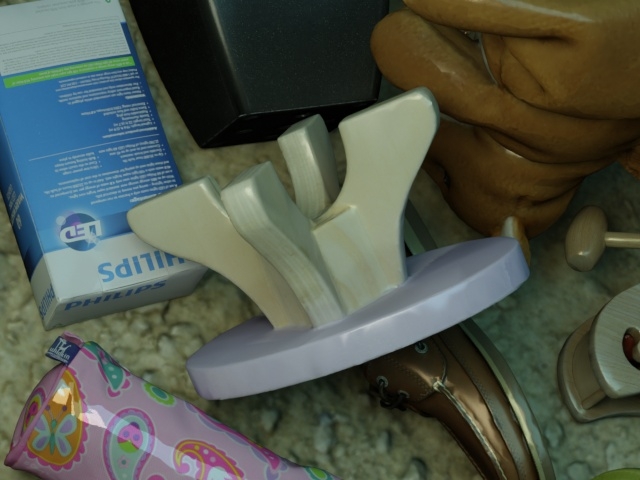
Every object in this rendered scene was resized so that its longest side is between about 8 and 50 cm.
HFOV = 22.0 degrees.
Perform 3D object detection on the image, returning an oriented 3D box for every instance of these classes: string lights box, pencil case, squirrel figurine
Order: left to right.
[{"bbox_3d":[-0.198,-0.070,1.361,0.133,0.077,0.259,-13,74,-24],"label":"string lights box"},{"bbox_3d":[-0.099,0.180,1.271,0.284,0.124,0.124,30,62,-5],"label":"pencil case"},{"bbox_3d":[0.235,-0.116,1.327,0.397,0.370,0.281,18,52,3],"label":"squirrel figurine"}]

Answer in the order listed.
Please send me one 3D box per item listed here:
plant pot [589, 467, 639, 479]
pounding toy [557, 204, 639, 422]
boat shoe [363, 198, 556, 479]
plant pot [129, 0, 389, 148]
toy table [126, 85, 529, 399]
[{"bbox_3d":[0.136,0.310,1.199,0.254,0.276,0.276,0,69,-25],"label":"plant pot"},{"bbox_3d":[0.312,0.093,1.432,0.269,0.155,0.154,34,59,-2],"label":"pounding toy"},{"bbox_3d":[0.083,0.103,1.377,0.104,0.110,0.307,-24,64,-14],"label":"boat shoe"},{"bbox_3d":[-0.045,-0.177,1.410,0.188,0.187,0.167,-7,82,-22],"label":"plant pot"},{"bbox_3d":[0.000,0.000,1.250,0.274,0.252,0.160,-23,100,5],"label":"toy table"}]
